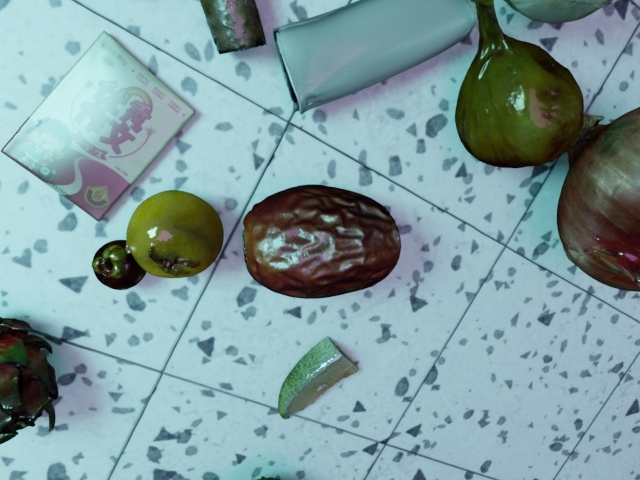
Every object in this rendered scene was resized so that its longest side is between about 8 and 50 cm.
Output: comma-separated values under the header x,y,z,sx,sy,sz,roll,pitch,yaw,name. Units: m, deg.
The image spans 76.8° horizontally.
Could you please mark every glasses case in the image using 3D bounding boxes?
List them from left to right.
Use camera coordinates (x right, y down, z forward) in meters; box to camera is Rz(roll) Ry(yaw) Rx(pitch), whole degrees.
x,y,z,sx,sy,sz,roll,pitch,yaw,name
0.075,-0.311,0.626,0.308,0.083,0.128,-25,103,-5,glasses case

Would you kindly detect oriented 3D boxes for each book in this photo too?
x,y,z,sx,sy,sz,roll,pitch,yaw,name
-0.327,-0.164,0.604,0.162,0.022,0.232,42,93,-19,book

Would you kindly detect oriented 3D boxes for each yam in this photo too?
x,y,z,sx,sy,sz,roll,pitch,yaw,name
-0.132,-0.337,0.563,0.079,0.079,0.141,-21,120,-7,yam

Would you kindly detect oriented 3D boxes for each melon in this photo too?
x,y,z,sx,sy,sz,roll,pitch,yaw,name
-0.020,0.276,0.785,0.182,0.054,0.098,-36,124,-1,melon

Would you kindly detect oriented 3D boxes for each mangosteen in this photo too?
x,y,z,sx,sy,sz,roll,pitch,yaw,name
-0.313,0.040,0.631,0.081,0.081,0.080,-3,105,-12,mangosteen

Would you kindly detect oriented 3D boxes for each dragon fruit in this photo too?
x,y,z,sx,sy,sz,roll,pitch,yaw,name
-0.491,0.204,0.588,0.183,0.182,0.188,-21,68,-7,dragon fruit

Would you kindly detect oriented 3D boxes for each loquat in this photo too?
x,y,z,sx,sy,sz,roll,pitch,yaw,name
-0.219,-0.010,0.610,0.141,0.141,0.140,-3,105,-12,loquat

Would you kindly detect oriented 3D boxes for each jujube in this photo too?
x,y,z,sx,sy,sz,roll,pitch,yaw,name
0.000,0.000,0.636,0.244,0.183,0.183,-4,105,-12,jujube

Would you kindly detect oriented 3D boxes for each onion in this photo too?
x,y,z,sx,sy,sz,roll,pitch,yaw,name
0.570,-0.071,0.683,0.354,0.353,0.353,-3,105,-12,onion

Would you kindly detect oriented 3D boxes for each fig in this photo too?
x,y,z,sx,sy,sz,roll,pitch,yaw,name
0.309,-0.260,0.622,0.191,0.190,0.290,-13,119,-9,fig

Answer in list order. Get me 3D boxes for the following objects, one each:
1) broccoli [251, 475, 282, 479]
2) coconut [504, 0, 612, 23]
x,y,z,sx,sy,sz,roll,pitch,yaw,name
-0.122,0.604,0.720,0.298,0.297,0.297,0,92,15,broccoli
0.349,-0.456,0.577,0.245,0.247,0.244,-2,134,-2,coconut
